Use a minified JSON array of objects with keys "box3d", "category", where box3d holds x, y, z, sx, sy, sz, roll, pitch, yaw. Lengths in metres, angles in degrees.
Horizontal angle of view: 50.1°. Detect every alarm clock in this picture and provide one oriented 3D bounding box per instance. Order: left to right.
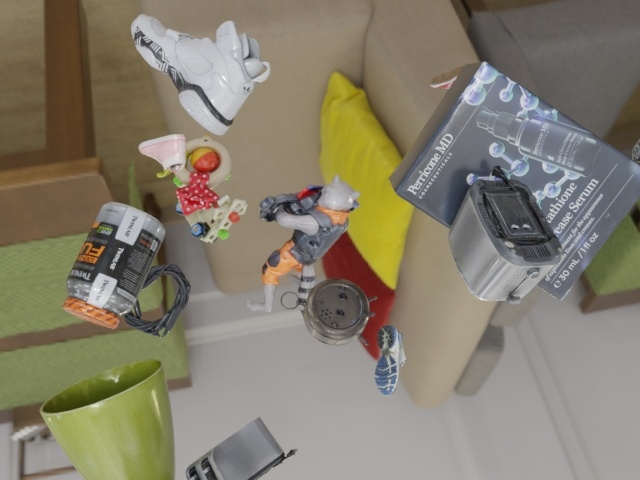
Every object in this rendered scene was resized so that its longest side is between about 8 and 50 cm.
[{"box3d":[0.013,0.136,1.366,0.192,0.129,0.064,11,154,1],"category":"alarm clock"}]

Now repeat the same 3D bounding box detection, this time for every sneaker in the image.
[{"box3d":[-0.316,-0.168,1.370,0.134,0.070,0.051,-5,-176,42],"category":"sneaker"},{"box3d":[-0.268,-0.430,1.560,0.210,0.366,0.137,-42,161,12],"category":"sneaker"},{"box3d":[0.144,0.236,1.337,0.052,0.135,0.058,-6,160,39],"category":"sneaker"},{"box3d":[0.337,-0.405,1.785,0.118,0.042,0.067,-25,138,-16],"category":"sneaker"}]

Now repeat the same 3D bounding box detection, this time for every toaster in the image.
[{"box3d":[-0.177,0.473,1.453,0.186,0.110,0.168,-26,168,-40],"category":"toaster"},{"box3d":[0.305,-0.002,1.180,0.129,0.227,0.146,-2,140,-20],"category":"toaster"}]

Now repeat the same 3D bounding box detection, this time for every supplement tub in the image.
[{"box3d":[-0.345,0.043,1.138,0.117,0.190,0.117,17,161,6],"category":"supplement tub"}]

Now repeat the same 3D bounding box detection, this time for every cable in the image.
[{"box3d":[-0.408,0.140,1.700,0.151,0.184,0.047,24,174,11],"category":"cable"}]

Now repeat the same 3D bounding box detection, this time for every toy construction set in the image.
[{"box3d":[-0.314,-0.122,1.988,0.215,0.327,0.151,-44,136,9],"category":"toy construction set"}]

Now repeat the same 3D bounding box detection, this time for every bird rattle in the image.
[{"box3d":[-0.343,-0.204,1.899,0.207,0.253,0.143,-35,148,-20],"category":"bird rattle"}]

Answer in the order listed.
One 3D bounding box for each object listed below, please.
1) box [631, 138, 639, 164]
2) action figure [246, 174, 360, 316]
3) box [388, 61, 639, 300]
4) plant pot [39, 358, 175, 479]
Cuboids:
[{"box3d":[0.797,-0.223,1.646,0.027,0.094,0.137,11,149,-1],"category":"box"},{"box3d":[0.000,0.000,1.543,0.341,0.178,0.330,-12,139,-48],"category":"action figure"},{"box3d":[0.383,-0.125,1.363,0.395,0.212,0.293,32,102,-4],"category":"box"},{"box3d":[-0.442,0.459,1.539,0.275,0.293,0.275,-17,-172,2],"category":"plant pot"}]
